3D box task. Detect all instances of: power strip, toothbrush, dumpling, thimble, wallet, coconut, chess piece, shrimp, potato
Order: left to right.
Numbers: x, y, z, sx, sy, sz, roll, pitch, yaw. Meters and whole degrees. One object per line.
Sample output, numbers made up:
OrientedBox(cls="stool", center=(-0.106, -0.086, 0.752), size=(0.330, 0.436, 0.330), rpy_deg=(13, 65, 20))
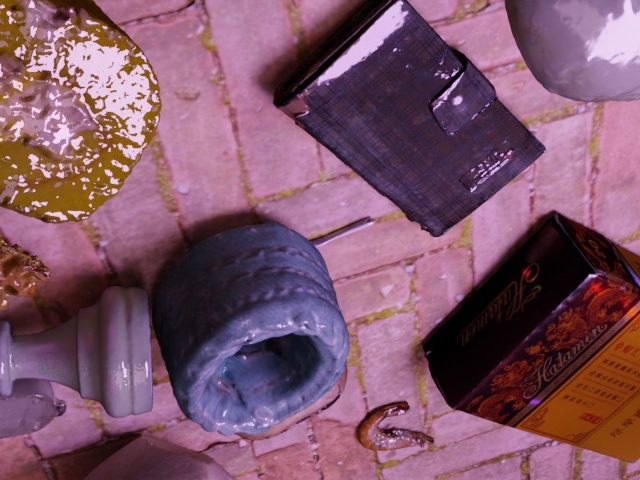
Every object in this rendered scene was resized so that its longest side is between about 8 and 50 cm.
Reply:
OrientedBox(cls="power strip", center=(-0.421, 0.190, 1.288), size=(0.285, 0.048, 0.080), rpy_deg=(-6, 136, -21))
OrientedBox(cls="chess piece", center=(-0.312, 0.122, 1.235), size=(0.271, 0.139, 0.139), rpy_deg=(-3, 134, -7))
OrientedBox(cls="coconut", center=(-0.195, 0.361, 1.425), size=(0.245, 0.245, 0.247), rpy_deg=(-30, 137, 5))
OrientedBox(cls="thimble", center=(-0.075, 0.104, 1.289), size=(0.198, 0.143, 0.235), rpy_deg=(-3, 140, -23))
OrientedBox(cls="potato", center=(-0.046, 0.180, 1.434), size=(0.170, 0.080, 0.107), rpy_deg=(-32, 130, 3))
OrientedBox(cls="toothbrush", center=(0.000, 0.000, 1.327), size=(0.131, 0.011, 0.013), rpy_deg=(-21, 132, -4))
OrientedBox(cls="shrimp", center=(0.112, 0.259, 1.628), size=(0.127, 0.025, 0.091), rpy_deg=(13, 124, -31))
OrientedBox(cls="wallet", center=(0.101, -0.120, 1.232), size=(0.169, 0.044, 0.317), rpy_deg=(-40, 137, 13))
OrientedBox(cls="dumpling", center=(0.269, -0.216, 1.054), size=(0.212, 0.270, 0.320), rpy_deg=(-53, 175, 39))

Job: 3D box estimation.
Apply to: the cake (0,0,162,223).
OrientedBox(cls="cake", center=(-0.264, -0.138, 0.963), size=(0.260, 0.156, 0.179), rpy_deg=(27, 101, -47))

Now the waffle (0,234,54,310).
OrientedBox(cls="waffle", center=(-0.349, 0.008, 1.144), size=(0.192, 0.046, 0.161), rpy_deg=(4, 131, -30))

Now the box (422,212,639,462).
OrientedBox(cls="box", center=(0.363, 0.143, 1.567), size=(0.415, 0.116, 0.264), rpy_deg=(21, 122, -38))
